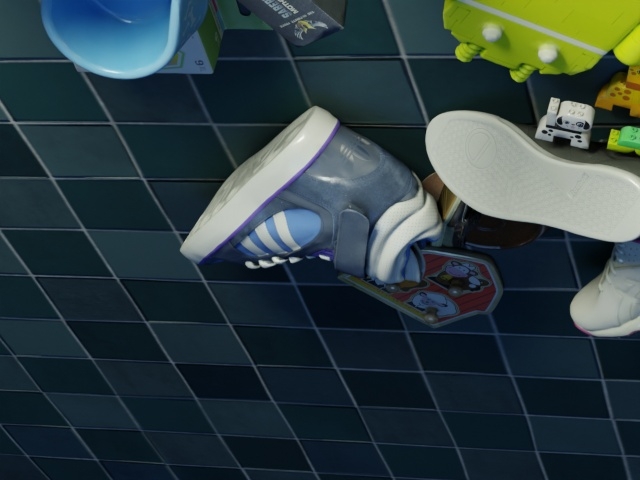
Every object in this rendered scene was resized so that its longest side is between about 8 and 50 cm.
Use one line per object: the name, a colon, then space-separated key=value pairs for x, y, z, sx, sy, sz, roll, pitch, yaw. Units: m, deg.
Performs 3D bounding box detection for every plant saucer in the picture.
plant saucer: x=0.195 y=-0.033 z=2.259 sx=0.168 sy=0.029 sz=0.168 roll=9 pitch=152 yaw=5

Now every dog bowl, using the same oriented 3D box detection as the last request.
dog bowl: x=-0.189 y=-0.274 z=1.835 sx=0.166 sy=0.074 sz=0.297 roll=14 pitch=137 yaw=3

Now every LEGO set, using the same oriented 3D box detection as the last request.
LEGO set: x=0.341 y=-0.139 z=1.967 sx=0.227 sy=0.087 sz=0.093 roll=12 pitch=149 yaw=10

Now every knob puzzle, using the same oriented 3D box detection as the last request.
knob puzzle: x=0.145 y=0.058 z=2.437 sx=0.213 sy=0.030 sz=0.213 roll=8 pitch=151 yaw=5

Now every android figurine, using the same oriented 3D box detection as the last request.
android figurine: x=0.222 y=-0.237 z=1.857 sx=0.248 sy=0.056 sz=0.273 roll=19 pitch=148 yaw=-16

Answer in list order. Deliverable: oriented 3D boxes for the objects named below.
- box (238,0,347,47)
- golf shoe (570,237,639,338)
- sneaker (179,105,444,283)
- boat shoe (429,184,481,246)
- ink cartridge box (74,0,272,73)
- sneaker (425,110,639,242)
box: x=-0.043 y=-0.307 z=1.631 sx=0.059 sy=0.233 sz=0.183 roll=-18 pitch=141 yaw=38
golf shoe: x=0.378 y=0.012 z=2.215 sx=0.140 sy=0.115 sz=0.306 roll=35 pitch=138 yaw=-19
sneaker: x=0.000 y=0.000 z=2.228 sx=0.236 sy=0.130 sz=0.323 roll=39 pitch=139 yaw=-11
boat shoe: x=0.158 y=-0.034 z=2.189 sx=0.049 sy=0.056 sz=0.152 roll=9 pitch=159 yaw=-4
ink cartridge box: x=-0.163 y=-0.227 z=1.992 sx=0.209 sy=0.062 sz=0.109 roll=2 pitch=149 yaw=13
sneaker: x=0.260 y=-0.074 z=2.082 sx=0.295 sy=0.105 sz=0.147 roll=21 pitch=-158 yaw=34
